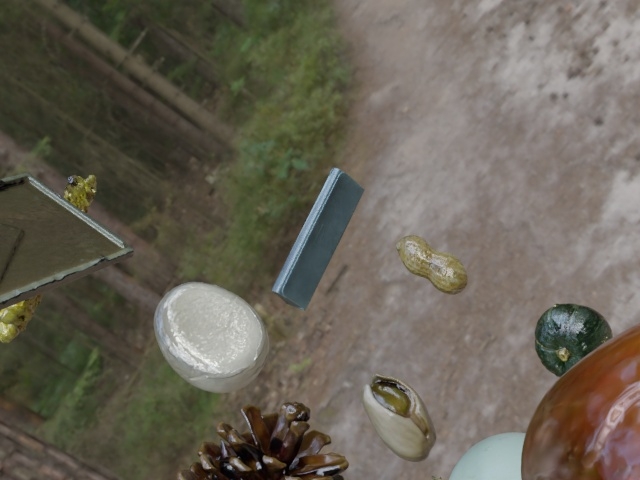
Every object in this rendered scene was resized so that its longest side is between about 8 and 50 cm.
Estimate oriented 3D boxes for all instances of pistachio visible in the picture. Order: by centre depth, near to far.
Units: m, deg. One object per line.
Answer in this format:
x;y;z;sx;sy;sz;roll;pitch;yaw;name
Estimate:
0.189;0.434;2.242;0.153;0.237;0.138;-29;5;45;pistachio

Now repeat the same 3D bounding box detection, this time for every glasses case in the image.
0.000;0.000;1.762;0.266;0.056;0.105;-64;-21;-11;glasses case

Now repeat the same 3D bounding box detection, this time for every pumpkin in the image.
0.585;0.236;2.122;0.190;0.190;0.146;-40;15;48;pumpkin

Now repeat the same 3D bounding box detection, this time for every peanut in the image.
0.247;0.049;2.025;0.089;0.193;0.089;-41;-28;-28;peanut

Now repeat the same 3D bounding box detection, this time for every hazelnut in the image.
0.360;0.234;0.829;0.372;0.372;0.315;-51;-22;16;hazelnut

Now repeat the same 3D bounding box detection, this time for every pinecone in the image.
-0.054;0.263;0.922;0.212;0.186;0.168;-59;24;28;pinecone

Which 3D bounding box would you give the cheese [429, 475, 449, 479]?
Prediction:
0.293;0.640;2.115;0.094;0.123;0.167;31;-111;-67;cheese

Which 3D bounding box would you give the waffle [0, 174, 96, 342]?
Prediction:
-0.440;0.024;1.473;0.307;0.060;0.312;-65;15;-9;waffle

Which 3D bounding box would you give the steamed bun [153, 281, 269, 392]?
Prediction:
-0.201;0.181;1.673;0.177;0.228;0.130;-45;-20;-26;steamed bun

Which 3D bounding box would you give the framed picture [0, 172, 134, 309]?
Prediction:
-0.384;-0.001;1.081;0.281;0.209;0.019;-25;-37;-54;framed picture

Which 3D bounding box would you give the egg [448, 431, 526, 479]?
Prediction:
0.285;0.408;1.231;0.230;0.230;0.371;-51;17;16;egg
